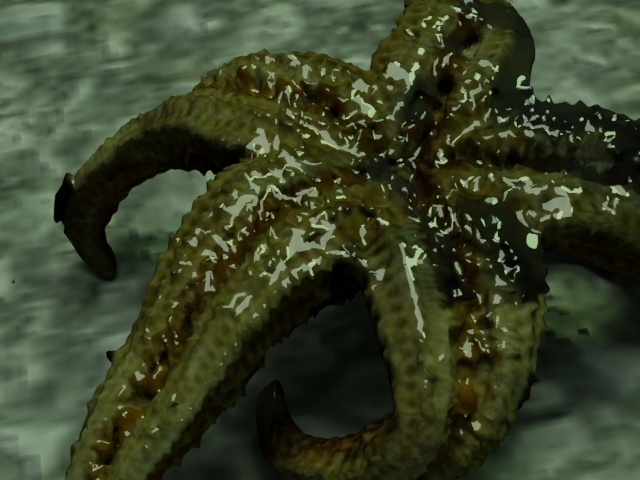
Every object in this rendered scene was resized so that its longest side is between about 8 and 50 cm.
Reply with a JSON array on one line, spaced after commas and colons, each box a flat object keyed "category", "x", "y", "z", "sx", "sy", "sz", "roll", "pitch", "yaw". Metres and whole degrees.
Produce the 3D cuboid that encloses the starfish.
[{"category": "starfish", "x": -0.001, "y": 0.001, "z": 0.378, "sx": 0.190, "sy": 0.074, "sz": 0.146, "roll": -37, "pitch": 56, "yaw": -25}]
